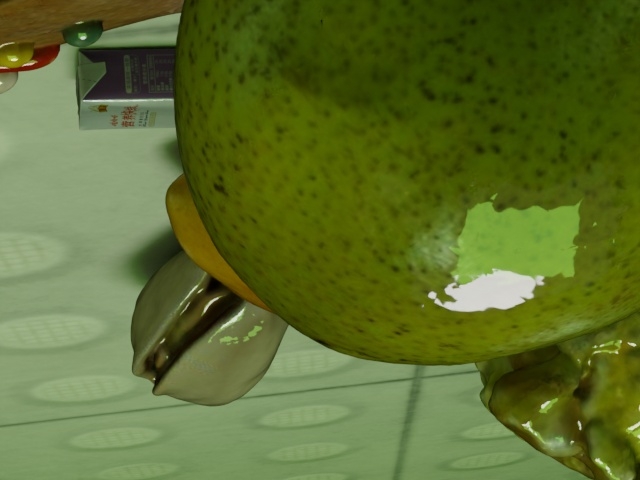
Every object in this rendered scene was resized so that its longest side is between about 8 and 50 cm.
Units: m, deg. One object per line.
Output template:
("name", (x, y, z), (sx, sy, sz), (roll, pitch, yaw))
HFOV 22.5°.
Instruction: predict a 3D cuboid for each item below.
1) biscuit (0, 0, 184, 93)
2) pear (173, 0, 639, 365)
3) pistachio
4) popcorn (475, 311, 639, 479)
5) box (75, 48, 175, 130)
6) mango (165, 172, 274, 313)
("biscuit", (-0.195, -0.103, 0.838), (0.324, 0.049, 0.205), (-12, 179, 15))
("pear", (0.071, -0.075, 0.755), (0.294, 0.294, 0.294), (-6, 162, -2))
("pistachio", (-0.089, 0.064, 1.354), (0.152, 0.126, 0.223), (-36, 169, -26))
("popcorn", (0.262, 0.131, 1.474), (0.237, 0.251, 0.206), (1, 158, -11))
("box", (-0.093, -0.094, 1.000), (0.117, 0.036, 0.050), (-2, 161, -13))
("mango", (0.000, 0.000, 1.180), (0.252, 0.126, 0.154), (16, 172, -31))
